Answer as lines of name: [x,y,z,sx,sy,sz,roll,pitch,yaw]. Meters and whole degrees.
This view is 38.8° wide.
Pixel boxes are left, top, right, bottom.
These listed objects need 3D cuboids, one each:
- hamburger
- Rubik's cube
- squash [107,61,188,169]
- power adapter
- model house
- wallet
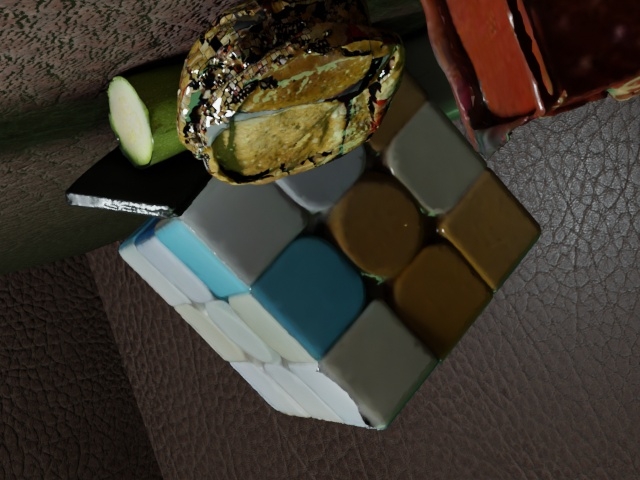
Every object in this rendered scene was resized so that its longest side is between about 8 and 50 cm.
hamburger: [-0.030,-0.141,0.842,0.231,0.107,0.231,-27,164,-9]
Rubik's cube: [0.000,0.000,1.178,0.344,0.347,0.346,-47,-167,-22]
squash: [-0.117,-0.147,0.941,0.188,0.095,0.095,-23,-177,-31]
power adapter: [0.180,-0.231,1.259,0.205,0.125,0.130,-20,180,19]
model house: [0.215,-0.197,0.669,0.254,0.196,0.160,-20,179,-5]
wallet: [-0.159,-0.096,0.973,0.124,0.025,0.244,7,-144,16]
